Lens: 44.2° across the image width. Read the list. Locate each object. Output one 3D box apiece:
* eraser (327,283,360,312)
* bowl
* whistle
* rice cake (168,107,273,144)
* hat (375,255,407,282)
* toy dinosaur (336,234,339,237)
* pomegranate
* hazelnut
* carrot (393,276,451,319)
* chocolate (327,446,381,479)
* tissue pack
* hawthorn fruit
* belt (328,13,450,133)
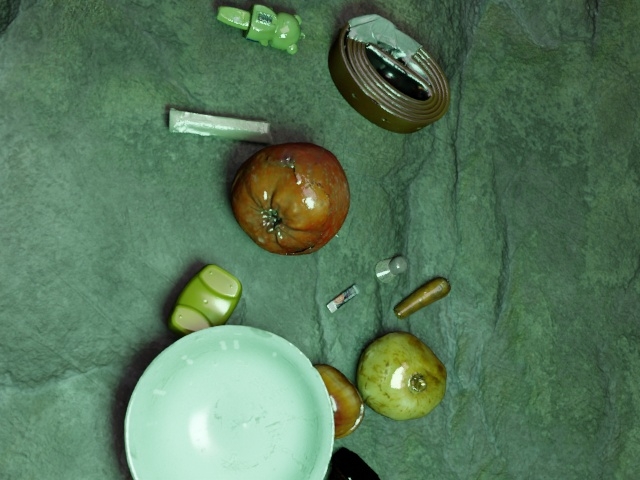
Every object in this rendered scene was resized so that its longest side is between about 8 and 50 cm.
[{"bbox_3d":[0.057,0.142,1.937,0.099,0.019,0.027,-35,94,-20],"label":"eraser"},{"bbox_3d":[-0.183,0.399,1.694,0.434,0.196,0.435,0,83,2],"label":"bowl"},{"bbox_3d":[-0.144,-0.527,1.932,0.227,0.085,0.105,10,78,-19],"label":"whistle"},{"bbox_3d":[-0.235,-0.270,1.879,0.256,0.052,0.057,4,83,-19],"label":"rice cake"},{"bbox_3d":[0.182,0.070,1.979,0.087,0.042,0.058,-22,89,-21],"label":"hat"},{"bbox_3d":[0.000,0.000,1.938,0.083,0.021,0.062,23,82,-11],"label":"toy dinosaur"},{"bbox_3d":[0.195,0.319,1.859,0.215,0.215,0.215,3,81,-19],"label":"pomegranate"},{"bbox_3d":[0.008,0.379,1.815,0.182,0.182,0.182,3,81,-19],"label":"hazelnut"},{"bbox_3d":[0.257,0.146,1.992,0.161,0.055,0.055,-29,92,-14],"label":"carrot"},{"bbox_3d":[0.054,0.586,1.827,0.156,0.156,0.133,38,99,-10],"label":"chocolate"},{"bbox_3d":[-0.261,0.147,1.771,0.123,0.127,0.178,34,72,-4],"label":"tissue pack"},{"bbox_3d":[-0.041,-0.110,1.826,0.307,0.276,0.276,-31,93,-46],"label":"hawthorn fruit"},{"bbox_3d":[0.172,-0.421,2.008,0.338,0.122,0.217,38,73,-11],"label":"belt"}]
